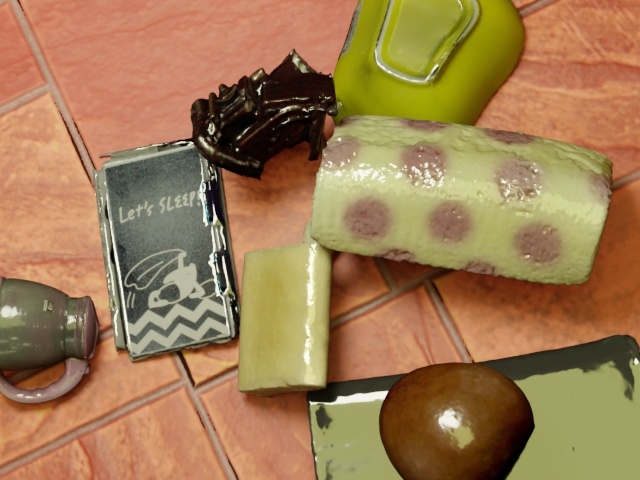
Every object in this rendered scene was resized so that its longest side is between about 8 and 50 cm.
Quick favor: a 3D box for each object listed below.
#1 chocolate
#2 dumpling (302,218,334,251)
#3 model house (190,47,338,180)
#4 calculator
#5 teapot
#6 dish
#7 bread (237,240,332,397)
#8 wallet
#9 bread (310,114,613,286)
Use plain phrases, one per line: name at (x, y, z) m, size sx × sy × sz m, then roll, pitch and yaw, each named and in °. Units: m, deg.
chocolate at (0.145, 0.209, 1.769) m, size 0.177 × 0.177 × 0.177 m, roll -1°, pitch 77°, yaw 6°
dumpling at (-0.001, -0.001, 1.944) m, size 0.043 × 0.059 × 0.077 m, roll 16°, pitch 82°, yaw -1°
model house at (-0.065, -0.167, 1.921) m, size 0.141 × 0.203 × 0.164 m, roll 37°, pitch 105°, yaw -25°
calculator at (-0.194, 0.006, 1.980) m, size 0.165 × 0.028 × 0.274 m, roll -11°, pitch 74°, yaw 7°
teapot at (-0.344, 0.119, 1.927) m, size 0.146 × 0.116 × 0.148 m, roll 2°, pitch 73°, yaw -4°
dish at (0.125, -0.244, 1.963) m, size 0.221 × 0.108 × 0.262 m, roll 26°, pitch 81°, yaw 12°
bread at (-0.040, 0.096, 1.902) m, size 0.139 × 0.060 × 0.178 m, roll -8°, pitch 73°, yaw 42°
wallet at (0.194, 0.252, 1.865) m, size 0.406 × 0.062 × 0.228 m, roll -10°, pitch 77°, yaw 5°
bread at (0.170, -0.054, 1.867) m, size 0.338 × 0.187 × 0.155 m, roll 10°, pitch 111°, yaw 7°
